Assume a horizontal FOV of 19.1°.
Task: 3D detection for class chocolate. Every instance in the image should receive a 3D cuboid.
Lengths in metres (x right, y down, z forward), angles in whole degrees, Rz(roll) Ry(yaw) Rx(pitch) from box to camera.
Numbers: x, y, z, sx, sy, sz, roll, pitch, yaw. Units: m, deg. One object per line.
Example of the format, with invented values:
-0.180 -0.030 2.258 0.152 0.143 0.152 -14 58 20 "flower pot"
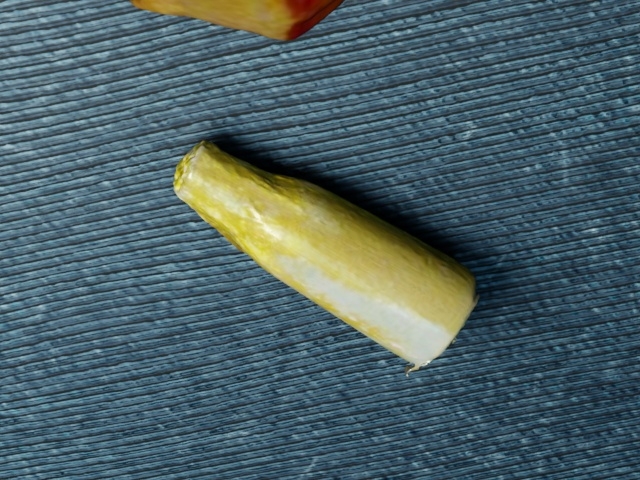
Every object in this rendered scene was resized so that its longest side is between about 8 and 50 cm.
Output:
0.000 0.000 1.265 0.219 0.085 0.085 33 119 -21 "chocolate"

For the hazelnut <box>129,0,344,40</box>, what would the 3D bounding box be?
-0.050 -0.223 1.037 0.212 0.181 0.181 27 150 -21 "hazelnut"
